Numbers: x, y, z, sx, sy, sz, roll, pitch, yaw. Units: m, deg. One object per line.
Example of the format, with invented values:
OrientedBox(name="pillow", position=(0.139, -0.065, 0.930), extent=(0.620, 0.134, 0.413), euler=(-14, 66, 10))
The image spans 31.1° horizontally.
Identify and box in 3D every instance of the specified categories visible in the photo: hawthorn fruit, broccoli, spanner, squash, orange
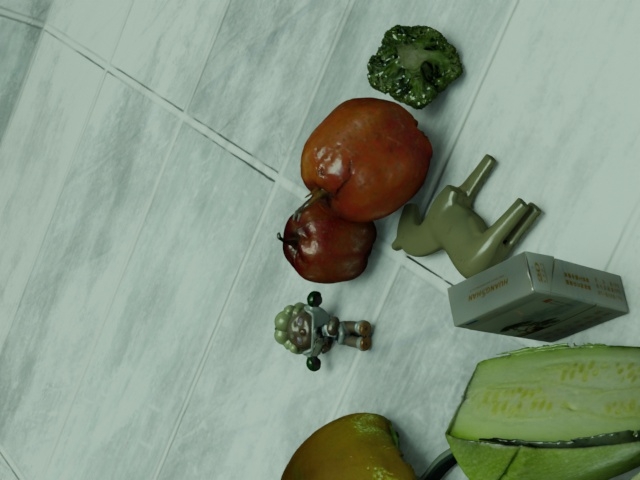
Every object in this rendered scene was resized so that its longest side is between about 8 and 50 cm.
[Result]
OrientedBox(name="hawthorn fruit", position=(0.000, 0.000, 2.055), extent=(0.157, 0.194, 0.157), euler=(-3, 87, 54))
OrientedBox(name="broccoli", position=(0.167, -0.306, 2.005), extent=(0.162, 0.138, 0.146), euler=(24, 92, 8))
OrientedBox(name="spanner", position=(0.183, 0.409, 1.856), extent=(0.325, 0.040, 0.096), euler=(-44, 50, 36))
OrientedBox(name="squash", position=(0.367, 0.224, 1.568), extent=(0.210, 0.233, 0.309), euler=(48, 127, -6))
OrientedBox(name="hawthorn fruit", position=(0.055, -0.121, 1.958), extent=(0.211, 0.299, 0.211), euler=(42, 154, 26))
OrientedBox(name="orange", position=(0.041, 0.423, 1.896), extent=(0.263, 0.196, 0.335), euler=(-52, 20, 16))

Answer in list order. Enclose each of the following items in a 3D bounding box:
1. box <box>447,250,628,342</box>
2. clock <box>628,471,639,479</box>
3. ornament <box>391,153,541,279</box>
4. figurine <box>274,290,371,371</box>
OrientedBox(name="box", position=(0.314, 0.086, 1.654), extent=(0.149, 0.233, 0.067), euler=(-32, 59, 39))
OrientedBox(name="clock", position=(0.480, 0.294, 1.432), extent=(0.308, 0.235, 0.096), euler=(-48, 66, 35))
OrientedBox(name="ornament", position=(0.225, -0.027, 1.911), extent=(0.245, 0.061, 0.230), euler=(-54, 44, 23))
OrientedBox(name="figurine", position=(-0.001, 0.165, 2.085), extent=(0.197, 0.093, 0.147), euler=(3, 93, 47))
